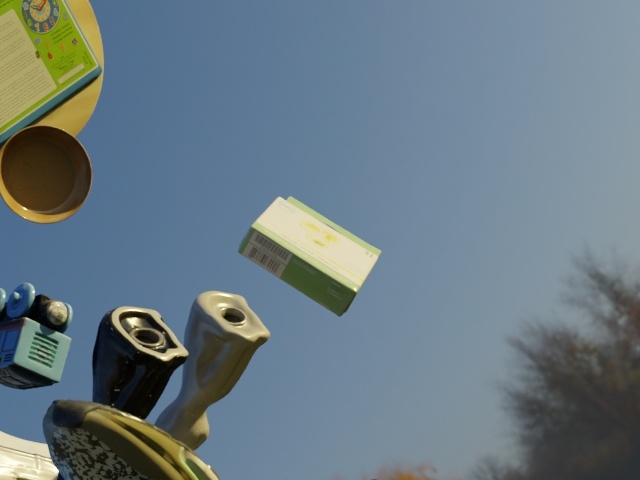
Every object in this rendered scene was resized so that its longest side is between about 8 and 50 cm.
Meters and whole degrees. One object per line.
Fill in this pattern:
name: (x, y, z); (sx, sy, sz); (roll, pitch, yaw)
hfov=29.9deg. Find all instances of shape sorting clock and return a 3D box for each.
shape sorting clock: (-0.279, -0.171, 1.049); (0.206, 0.040, 0.206); (3, -95, -47)

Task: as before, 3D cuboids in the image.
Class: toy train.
toy train: (-0.346, 0.110, 1.306); (0.080, 0.184, 0.105); (35, -125, -40)

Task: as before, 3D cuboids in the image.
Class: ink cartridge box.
ink cartridge box: (0.000, 0.000, 1.710); (0.056, 0.171, 0.235); (-60, -4, 29)

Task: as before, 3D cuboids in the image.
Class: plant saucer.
plant saucer: (-0.235, -0.056, 1.012); (0.083, 0.083, 0.015); (-36, 17, -26)

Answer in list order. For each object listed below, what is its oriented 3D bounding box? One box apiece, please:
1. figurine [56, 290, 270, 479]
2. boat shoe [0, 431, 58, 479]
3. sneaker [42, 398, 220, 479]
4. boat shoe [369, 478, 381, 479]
figurine: (-0.170, 0.166, 1.268); (0.215, 0.092, 0.209); (-9, -48, -53)
boat shoe: (-0.426, 0.365, 1.688); (0.136, 0.156, 0.367); (-34, -45, 28)
sneaker: (-0.176, 0.328, 1.114); (0.182, 0.158, 0.410); (-56, -40, -47)
boat shoe: (0.081, 0.457, 1.638); (0.123, 0.123, 0.342); (-26, 22, 21)
